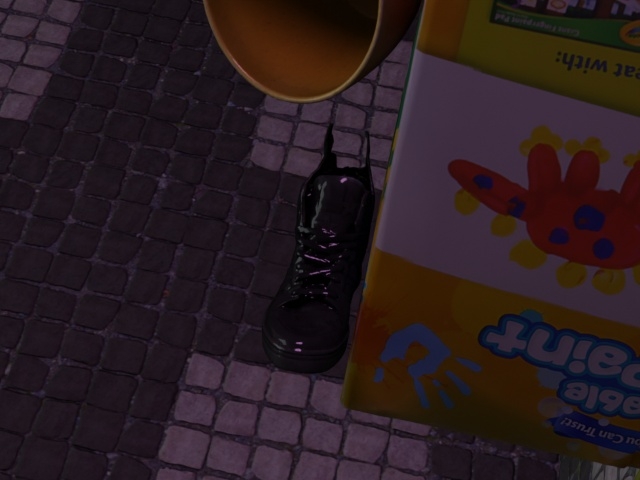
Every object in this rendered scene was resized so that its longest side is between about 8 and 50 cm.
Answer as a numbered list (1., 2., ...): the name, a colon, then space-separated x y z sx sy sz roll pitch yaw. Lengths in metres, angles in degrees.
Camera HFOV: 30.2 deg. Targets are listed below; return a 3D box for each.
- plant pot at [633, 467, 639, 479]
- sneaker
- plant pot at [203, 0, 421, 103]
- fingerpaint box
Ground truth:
1. plant pot: 0.229 0.082 0.269 0.228 0.227 0.207 83 164 -60
2. sneaker: 0.003 0.000 0.702 0.170 0.051 0.089 -66 -17 -63
3. plant pot: 0.009 -0.156 0.704 0.095 0.134 0.134 -25 -46 -47
4. fingerpaint box: 0.264 -0.042 0.666 0.163 0.444 0.371 -73 -7 -57
